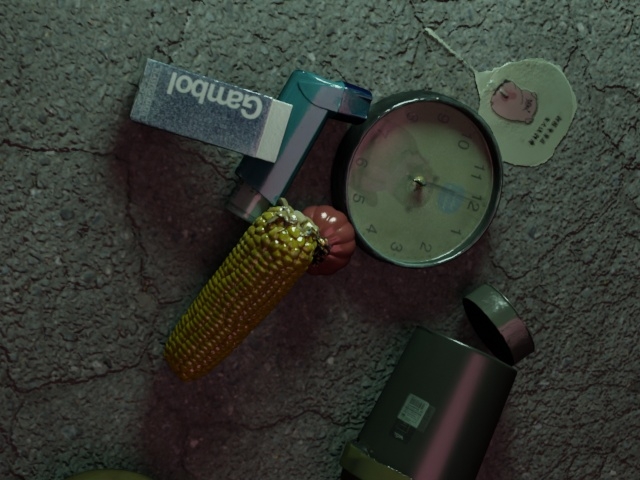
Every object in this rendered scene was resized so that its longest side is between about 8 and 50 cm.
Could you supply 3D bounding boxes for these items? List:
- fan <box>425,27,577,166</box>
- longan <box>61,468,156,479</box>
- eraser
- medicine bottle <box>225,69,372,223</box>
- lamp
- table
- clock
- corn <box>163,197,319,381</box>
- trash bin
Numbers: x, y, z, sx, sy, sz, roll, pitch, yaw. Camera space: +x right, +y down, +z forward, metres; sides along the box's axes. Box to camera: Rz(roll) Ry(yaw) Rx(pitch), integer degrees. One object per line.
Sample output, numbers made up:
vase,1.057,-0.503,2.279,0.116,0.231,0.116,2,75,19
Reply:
fan,0.278,-0.242,1.712,0.310,0.010,0.182,33,89,-23
longan,-0.305,0.470,1.522,0.300,0.243,0.300,4,74,-14
eraser,-0.152,-0.178,1.516,0.212,0.046,0.092,18,92,-2
medicine bottle,-0.037,-0.135,1.584,0.124,0.079,0.258,32,89,-18
lamp,0.000,0.000,1.617,0.107,0.092,0.107,4,104,15
table,0.281,0.134,1.722,0.043,0.133,0.133,-34,110,-9
clock,0.154,-0.091,1.673,0.281,0.055,0.280,-4,103,-18
corn,-0.115,0.081,1.560,0.106,0.106,0.305,32,106,-22
trash bin,0.156,0.315,1.678,0.214,0.214,0.334,27,83,-22
